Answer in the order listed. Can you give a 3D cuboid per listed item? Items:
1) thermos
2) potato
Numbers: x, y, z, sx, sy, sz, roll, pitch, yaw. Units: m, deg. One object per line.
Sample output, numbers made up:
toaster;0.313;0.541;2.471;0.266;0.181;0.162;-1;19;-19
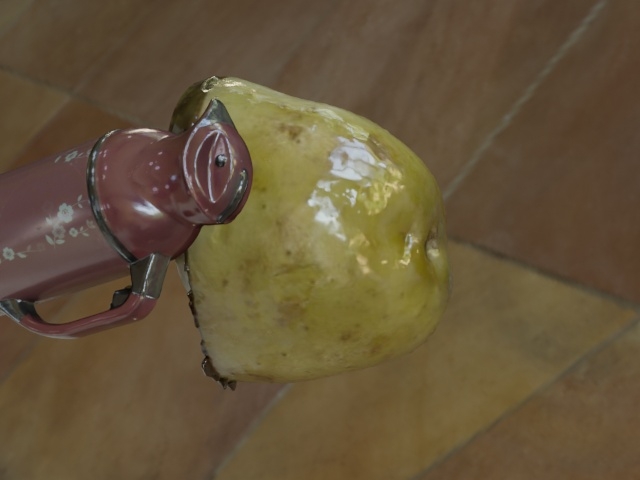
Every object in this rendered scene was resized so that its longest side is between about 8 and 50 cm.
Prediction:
thermos;-0.197;-0.004;1.093;0.330;0.109;0.136;-18;39;27
potato;0.000;0.000;1.224;0.242;0.285;0.242;-1;13;0
